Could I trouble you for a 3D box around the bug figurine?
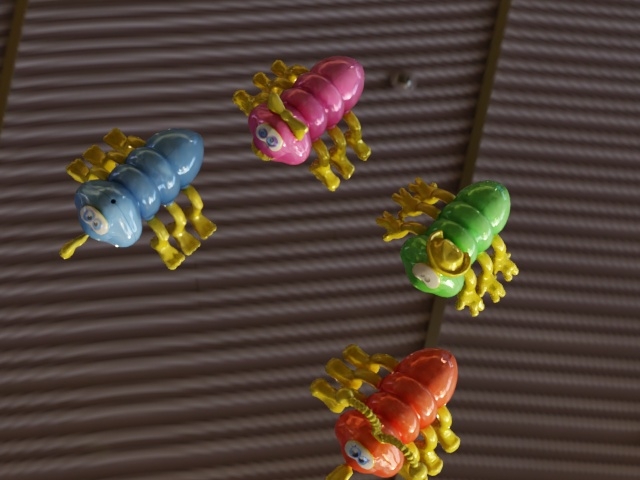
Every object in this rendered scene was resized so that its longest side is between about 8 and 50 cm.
[{"bbox_3d":[0.000,0.000,0.699,0.279,0.072,0.216,40,-118,1],"label":"bug figurine"}]
